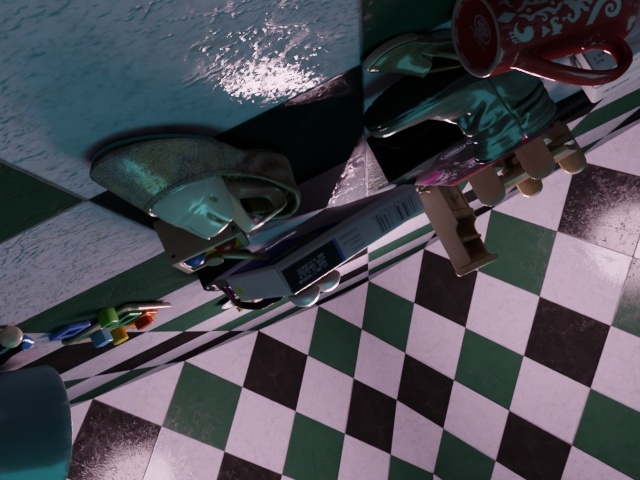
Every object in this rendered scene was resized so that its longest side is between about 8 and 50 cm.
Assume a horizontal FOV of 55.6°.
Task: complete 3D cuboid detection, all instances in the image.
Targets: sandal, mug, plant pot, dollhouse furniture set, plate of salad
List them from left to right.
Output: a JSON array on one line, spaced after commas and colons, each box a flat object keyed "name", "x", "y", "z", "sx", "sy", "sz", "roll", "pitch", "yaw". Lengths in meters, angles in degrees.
[{"name": "plant pot", "x": -0.689, "y": 0.412, "z": 1.255, "sx": 0.235, "sy": 0.292, "sz": 0.293, "roll": 7, "pitch": 149, "yaw": -45}, {"name": "sandal", "x": -0.171, "y": 0.114, "z": 1.493, "sx": 0.168, "sy": 0.107, "sz": 0.446, "roll": -28, "pitch": 169, "yaw": 9}, {"name": "plate of salad", "x": -0.214, "y": 0.177, "z": 1.899, "sx": 0.200, "sy": 0.048, "sz": 0.200, "roll": -25, "pitch": 170, "yaw": -5}, {"name": "dollhouse furniture set", "x": 0.495, "y": -0.111, "z": 1.597, "sx": 0.394, "sy": 0.256, "sz": 0.362, "roll": -32, "pitch": 169, "yaw": 33}, {"name": "mug", "x": 0.246, "y": -0.236, "z": 0.651, "sx": 0.169, "sy": 0.150, "sz": 0.113, "roll": -19, "pitch": 131, "yaw": -14}]

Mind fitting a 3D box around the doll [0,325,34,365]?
[{"name": "doll", "x": -0.577, "y": 0.201, "z": 1.073, "sx": 0.189, "sy": 0.046, "sz": 0.129, "roll": -33, "pitch": 170, "yaw": 35}]

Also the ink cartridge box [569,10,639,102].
[{"name": "ink cartridge box", "x": 0.494, "y": -0.318, "z": 0.975, "sx": 0.160, "sy": 0.092, "sz": 0.219, "roll": -30, "pitch": 169, "yaw": 20}]

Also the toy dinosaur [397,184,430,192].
[{"name": "toy dinosaur", "x": 0.193, "y": -0.111, "z": 1.446, "sx": 0.212, "sy": 0.064, "sz": 0.112, "roll": -34, "pitch": 154, "yaw": -11}]

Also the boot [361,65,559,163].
[{"name": "boot", "x": 0.192, "y": -0.160, "z": 0.801, "sx": 0.247, "sy": 0.161, "sz": 0.083, "roll": -28, "pitch": -145, "yaw": 6}]

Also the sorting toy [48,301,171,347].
[{"name": "sorting toy", "x": -0.452, "y": 0.197, "z": 1.378, "sx": 0.196, "sy": 0.047, "sz": 0.348, "roll": -28, "pitch": 171, "yaw": 9}]

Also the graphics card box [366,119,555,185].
[{"name": "graphics card box", "x": 0.260, "y": -0.188, "z": 1.059, "sx": 0.233, "sy": 0.094, "sz": 0.371, "roll": -30, "pitch": 169, "yaw": 26}]

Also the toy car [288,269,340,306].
[{"name": "toy car", "x": -0.047, "y": 0.056, "z": 1.424, "sx": 0.136, "sy": 0.159, "sz": 0.182, "roll": 7, "pitch": -153, "yaw": 39}]

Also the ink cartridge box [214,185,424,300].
[{"name": "ink cartridge box", "x": -0.013, "y": 0.010, "z": 1.118, "sx": 0.304, "sy": 0.072, "sz": 0.307, "roll": -33, "pitch": -173, "yaw": -27}]

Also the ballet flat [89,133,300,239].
[{"name": "ballet flat", "x": -0.117, "y": -0.059, "z": 0.712, "sx": 0.108, "sy": 0.106, "sz": 0.316, "roll": -32, "pitch": 169, "yaw": 31}]

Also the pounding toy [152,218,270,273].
[{"name": "pounding toy", "x": -0.161, "y": 0.002, "z": 0.935, "sx": 0.130, "sy": 0.100, "sz": 0.141, "roll": -26, "pitch": 171, "yaw": -4}]

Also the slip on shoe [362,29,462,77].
[{"name": "slip on shoe", "x": 0.112, "y": -0.210, "z": 0.703, "sx": 0.135, "sy": 0.041, "sz": 0.051, "roll": -20, "pitch": 169, "yaw": -33}]
